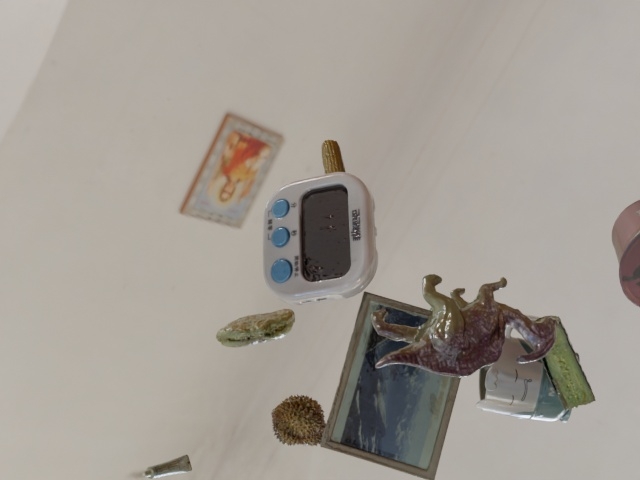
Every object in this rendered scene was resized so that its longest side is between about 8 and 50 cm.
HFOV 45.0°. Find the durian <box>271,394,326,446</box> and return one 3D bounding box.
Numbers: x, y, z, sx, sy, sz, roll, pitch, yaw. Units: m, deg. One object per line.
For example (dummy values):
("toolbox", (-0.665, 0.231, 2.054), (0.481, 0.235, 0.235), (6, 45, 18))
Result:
("durian", (-0.056, 0.499, 2.133), (0.168, 0.158, 0.137), (8, -152, 6))

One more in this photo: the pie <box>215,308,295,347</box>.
("pie", (-0.202, 0.277, 2.377), (0.247, 0.090, 0.201), (-13, -174, 17))

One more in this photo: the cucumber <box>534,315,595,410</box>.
("cucumber", (0.532, 0.272, 1.710), (0.062, 0.078, 0.211), (-87, -29, -76))

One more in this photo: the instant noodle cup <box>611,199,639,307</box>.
("instant noodle cup", (0.748, 0.018, 1.684), (0.234, 0.235, 0.178), (26, -154, -9))

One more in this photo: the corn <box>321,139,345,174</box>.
("corn", (0.044, -0.223, 2.424), (0.068, 0.207, 0.068), (-9, 162, -3))

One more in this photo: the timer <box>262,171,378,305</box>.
("timer", (0.000, 0.000, 1.550), (0.237, 0.262, 0.087), (-10, 158, 20))

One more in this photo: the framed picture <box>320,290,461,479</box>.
("framed picture", (0.162, 0.298, 1.602), (0.247, 0.335, 0.022), (17, 172, 2))

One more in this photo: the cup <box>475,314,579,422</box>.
("cup", (0.575, 0.353, 2.148), (0.257, 0.290, 0.219), (10, -177, 5))

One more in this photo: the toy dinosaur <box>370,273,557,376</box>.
("toy dinosaur", (0.207, 0.127, 1.146), (0.294, 0.077, 0.162), (-16, -134, -7))

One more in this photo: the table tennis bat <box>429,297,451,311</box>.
("table tennis bat", (0.346, 0.279, 2.251), (0.160, 0.257, 0.039), (50, 173, -10))

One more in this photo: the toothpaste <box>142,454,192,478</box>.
("toothpaste", (-0.409, 0.610, 2.067), (0.197, 0.029, 0.048), (12, -128, -62))
